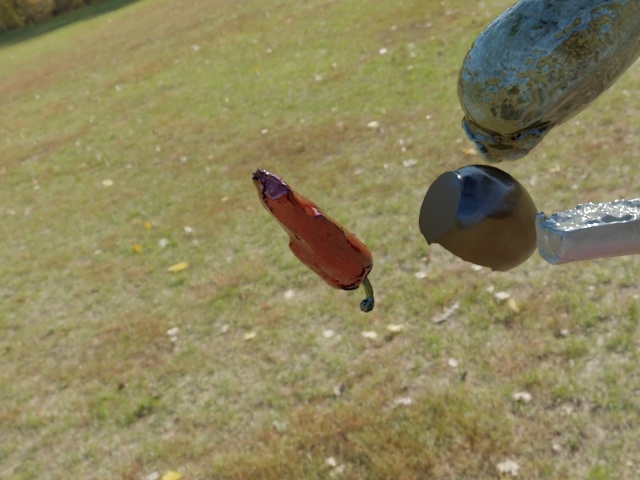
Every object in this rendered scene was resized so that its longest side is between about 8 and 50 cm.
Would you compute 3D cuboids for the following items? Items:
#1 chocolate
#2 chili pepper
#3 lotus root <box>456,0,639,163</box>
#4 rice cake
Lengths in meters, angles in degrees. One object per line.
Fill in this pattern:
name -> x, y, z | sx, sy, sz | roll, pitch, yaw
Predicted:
chocolate -> 0.196, -0.024, 0.980 | 0.133, 0.124, 0.127 | 8, -10, -25
chili pepper -> 0.000, 0.000, 1.504 | 0.110, 0.387, 0.110 | -24, 44, 25
lotus root -> 0.305, -0.252, 1.041 | 0.349, 0.175, 0.175 | -44, 13, 22
rice cake -> 0.319, -0.014, 0.757 | 0.270, 0.055, 0.049 | -5, 34, -15
